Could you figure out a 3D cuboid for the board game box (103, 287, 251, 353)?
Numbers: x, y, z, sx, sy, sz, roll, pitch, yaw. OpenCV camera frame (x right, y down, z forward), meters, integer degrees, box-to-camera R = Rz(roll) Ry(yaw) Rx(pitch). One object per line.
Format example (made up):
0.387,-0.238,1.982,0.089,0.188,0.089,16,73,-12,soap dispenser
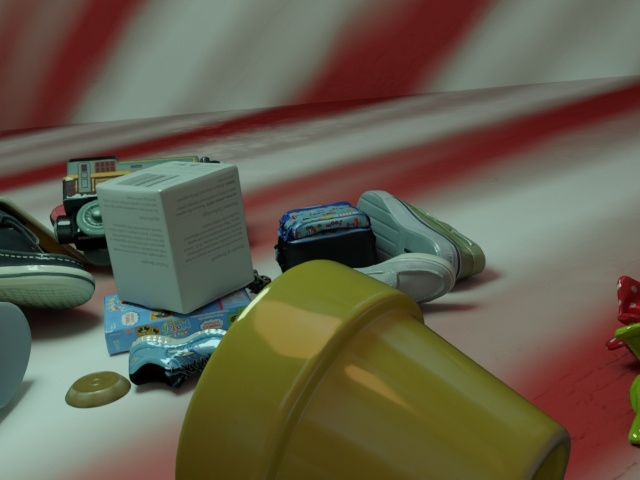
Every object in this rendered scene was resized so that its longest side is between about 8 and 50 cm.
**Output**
-0.214,0.103,1.303,0.211,0.039,0.160,-9,18,-11,board game box

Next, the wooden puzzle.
-0.556,-0.027,1.630,0.221,0.238,0.044,15,71,49,wooden puzzle

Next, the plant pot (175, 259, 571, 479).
0.054,0.174,0.697,0.239,0.254,0.254,24,31,29,plant pot

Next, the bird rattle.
0.406,0.134,0.931,0.207,0.143,0.253,13,11,20,bird rattle

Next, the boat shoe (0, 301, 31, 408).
-0.484,0.191,1.013,0.156,0.136,0.367,-5,27,15,boat shoe

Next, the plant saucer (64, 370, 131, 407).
-0.284,0.186,1.112,0.083,0.015,0.083,-6,17,2,plant saucer

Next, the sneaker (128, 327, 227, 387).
-0.168,0.160,1.108,0.162,0.063,0.073,-8,35,10,sneaker

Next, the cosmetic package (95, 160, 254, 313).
-0.211,-0.010,1.285,0.151,0.184,0.151,8,23,39,cosmetic package

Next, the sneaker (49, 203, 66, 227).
-0.425,-0.076,1.773,0.314,0.136,0.116,4,20,31,sneaker

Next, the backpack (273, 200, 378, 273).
0.000,0.000,1.425,0.158,0.117,0.173,-9,15,-10,backpack

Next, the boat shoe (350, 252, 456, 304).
0.078,0.076,1.240,0.227,0.079,0.081,-8,24,15,boat shoe

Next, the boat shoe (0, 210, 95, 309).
-0.553,0.018,1.427,0.500,0.156,0.187,6,-12,38,boat shoe

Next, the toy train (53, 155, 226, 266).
-0.314,-0.069,1.590,0.334,0.142,0.190,-6,58,-10,toy train

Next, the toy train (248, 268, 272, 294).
-0.095,0.068,1.389,0.036,0.027,0.158,-12,19,-28,toy train

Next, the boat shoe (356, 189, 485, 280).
0.153,0.000,1.427,0.094,0.109,0.302,2,22,-27,boat shoe
